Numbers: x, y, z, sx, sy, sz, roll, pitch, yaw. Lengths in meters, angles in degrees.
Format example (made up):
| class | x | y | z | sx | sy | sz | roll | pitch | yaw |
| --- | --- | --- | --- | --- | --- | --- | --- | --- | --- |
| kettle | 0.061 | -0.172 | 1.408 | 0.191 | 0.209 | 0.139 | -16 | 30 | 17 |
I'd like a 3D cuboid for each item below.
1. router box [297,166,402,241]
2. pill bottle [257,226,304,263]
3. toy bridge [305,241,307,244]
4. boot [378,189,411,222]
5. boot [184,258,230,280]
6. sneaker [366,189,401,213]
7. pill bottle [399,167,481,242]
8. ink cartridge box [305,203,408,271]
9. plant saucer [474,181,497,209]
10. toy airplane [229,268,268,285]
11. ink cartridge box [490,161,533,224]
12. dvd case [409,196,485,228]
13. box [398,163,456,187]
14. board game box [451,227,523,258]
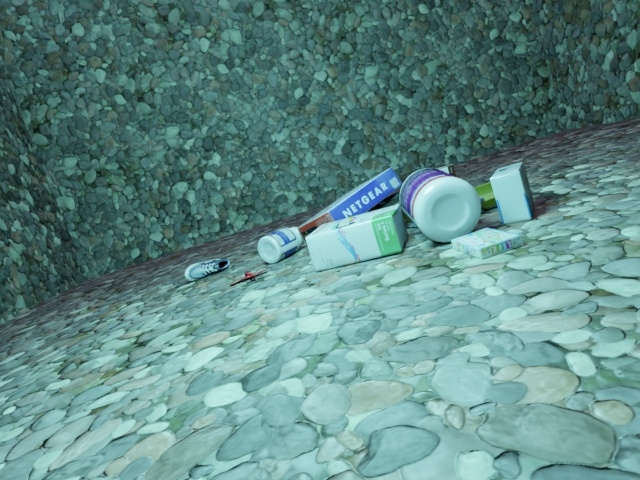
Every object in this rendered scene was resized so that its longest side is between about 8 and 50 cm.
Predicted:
| class | x | y | z | sx | sy | sz | roll | pitch | yaw |
| --- | --- | --- | --- | --- | --- | --- | --- | --- | --- |
| router box | 0.106 | -0.128 | 1.670 | 0.335 | 0.082 | 0.301 | -36 | 6 | -24 |
| pill bottle | -0.151 | 0.012 | 1.727 | 0.112 | 0.112 | 0.187 | -10 | 11 | 38 |
| toy bridge | 0.000 | 0.000 | 1.785 | 0.063 | 0.026 | 0.188 | -19 | 9 | -23 |
| boot | 0.268 | -0.084 | 1.534 | 0.305 | 0.115 | 0.112 | -40 | 14 | 23 |
| boot | -0.478 | 0.116 | 1.833 | 0.086 | 0.069 | 0.190 | -13 | 8 | 39 |
| sneaker | 0.306 | -0.125 | 1.642 | 0.127 | 0.126 | 0.321 | -23 | -4 | -42 |
| pill bottle | 0.342 | -0.119 | 1.297 | 0.181 | 0.181 | 0.323 | -16 | 16 | 4 |
| ink cartridge box | 0.118 | -0.011 | 1.352 | 0.278 | 0.117 | 0.201 | -14 | 10 | 20 |
| plant saucer | 0.592 | -0.155 | 1.515 | 0.188 | 0.045 | 0.188 | -19 | 16 | -10 |
| toy airplane | -0.247 | 0.123 | 1.505 | 0.151 | 0.028 | 0.151 | -18 | 10 | 3 |
| ink cartridge box | 0.556 | -0.140 | 1.244 | 0.082 | 0.139 | 0.191 | -14 | 9 | 29 |
| dvd case | 0.416 | -0.090 | 1.447 | 0.164 | 0.018 | 0.221 | -38 | 16 | -16 |
| box | 0.441 | -0.205 | 1.747 | 0.168 | 0.167 | 0.203 | -18 | 9 | -4 |
| board game box | 0.396 | 0.004 | 1.041 | 0.103 | 0.026 | 0.154 | -18 | 9 | -4 |
